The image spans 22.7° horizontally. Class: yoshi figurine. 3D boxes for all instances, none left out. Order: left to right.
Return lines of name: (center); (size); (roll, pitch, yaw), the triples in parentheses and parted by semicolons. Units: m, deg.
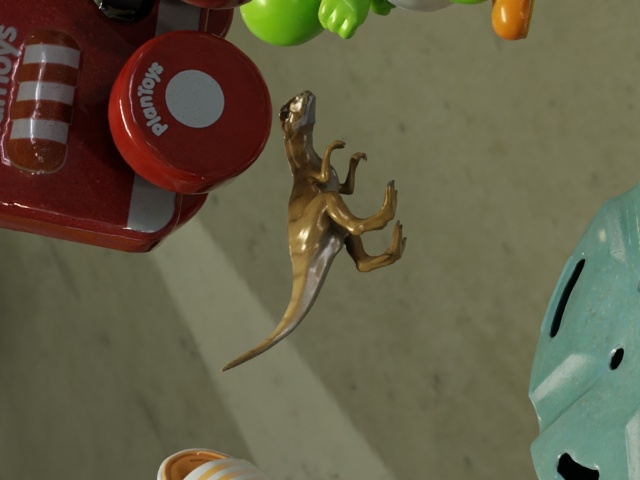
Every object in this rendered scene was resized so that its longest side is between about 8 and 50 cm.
yoshi figurine: (0.060, -0.286, 1.813); (0.203, 0.362, 0.203); (98, -177, -61)

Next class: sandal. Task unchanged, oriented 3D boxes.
sandal: (-0.068, 0.298, 1.709); (0.265, 0.102, 0.076); (40, 143, 29)

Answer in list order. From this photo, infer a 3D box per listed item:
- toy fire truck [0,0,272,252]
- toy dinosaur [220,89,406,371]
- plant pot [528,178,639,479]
toy fire truck: (-0.168, -0.142, 1.040); (0.169, 0.254, 0.302); (148, 131, -66)
toy dinosaur: (0.000, 0.000, 1.132); (0.064, 0.112, 0.211); (58, -147, -65)
plant pot: (0.335, 0.107, 1.011); (0.341, 0.334, 0.341); (-57, 20, 34)
